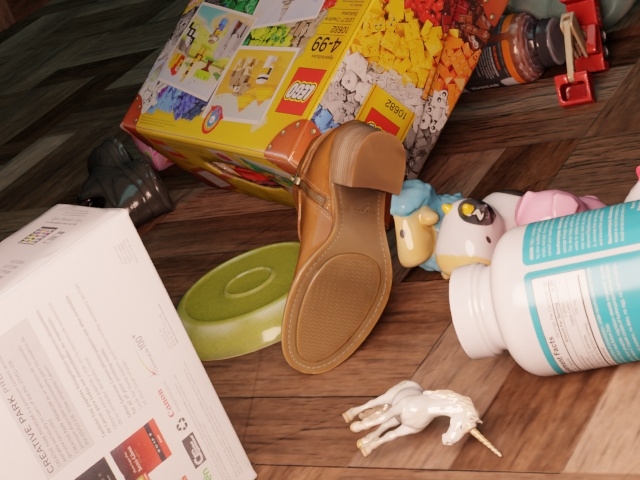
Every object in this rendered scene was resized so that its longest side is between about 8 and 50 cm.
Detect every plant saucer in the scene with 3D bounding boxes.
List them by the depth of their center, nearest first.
[{"bbox_3d":[-0.082,0.064,1.671,0.241,0.037,0.241,-19,23,9],"label":"plant saucer"},{"bbox_3d":[0.381,-0.358,1.999,0.195,0.195,0.037,-18,44,12],"label":"plant saucer"}]

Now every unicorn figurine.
[{"bbox_3d":[0.083,0.164,1.264,0.111,0.060,0.162,-25,23,-4],"label":"unicorn figurine"}]

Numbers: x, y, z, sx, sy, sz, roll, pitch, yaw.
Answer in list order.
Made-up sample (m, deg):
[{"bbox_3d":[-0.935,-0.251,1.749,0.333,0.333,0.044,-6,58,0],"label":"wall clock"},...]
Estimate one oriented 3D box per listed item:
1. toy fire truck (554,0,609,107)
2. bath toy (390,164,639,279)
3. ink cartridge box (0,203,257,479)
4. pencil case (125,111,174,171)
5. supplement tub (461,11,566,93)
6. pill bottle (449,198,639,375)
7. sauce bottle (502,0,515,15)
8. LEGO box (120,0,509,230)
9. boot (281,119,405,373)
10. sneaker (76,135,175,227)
[{"bbox_3d":[0.358,-0.280,1.890,0.047,0.192,0.135,-9,-2,27],"label":"toy fire truck"},{"bbox_3d":[0.239,-0.015,1.428,0.348,0.129,0.151,1,32,42],"label":"bath toy"},{"bbox_3d":[-0.244,0.167,1.239,0.272,0.309,0.130,-38,27,-33],"label":"ink cartridge box"},{"bbox_3d":[-0.185,-0.226,2.299,0.284,0.124,0.124,-28,23,-12],"label":"pencil case"},{"bbox_3d":[0.263,-0.279,2.016,0.197,0.106,0.106,-6,28,35],"label":"supplement tub"},{"bbox_3d":[0.257,0.043,1.256,0.264,0.146,0.146,-12,25,23],"label":"pill bottle"},{"bbox_3d":[0.331,-0.403,2.220,0.111,0.111,0.344,-13,25,22],"label":"sauce bottle"},{"bbox_3d":[-0.022,-0.249,1.908,0.500,0.193,0.373,15,75,56],"label":"LEGO box"},{"bbox_3d":[0.000,0.000,1.542,0.109,0.284,0.220,11,1,-18],"label":"boot"},{"bbox_3d":[-0.335,-0.082,2.152,0.130,0.109,0.286,-35,23,-12],"label":"sneaker"}]
